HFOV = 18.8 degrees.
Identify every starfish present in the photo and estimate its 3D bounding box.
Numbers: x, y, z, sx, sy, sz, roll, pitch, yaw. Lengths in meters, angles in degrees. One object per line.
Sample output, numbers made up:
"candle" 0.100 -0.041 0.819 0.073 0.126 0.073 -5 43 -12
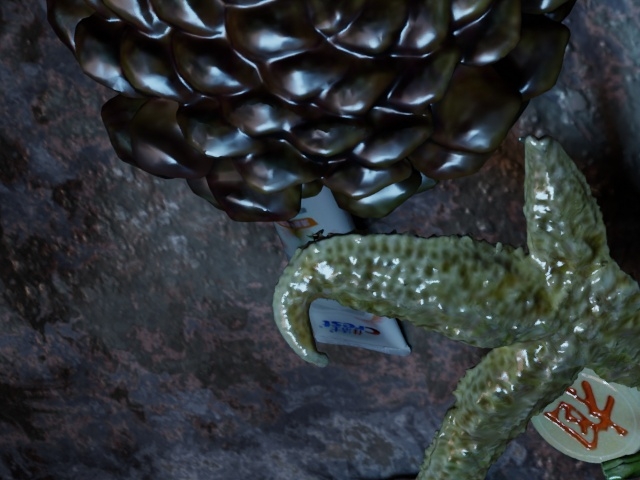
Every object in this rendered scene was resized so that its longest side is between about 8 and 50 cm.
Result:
"starfish" 0.166 0.103 1.542 0.324 0.082 0.432 -31 133 11

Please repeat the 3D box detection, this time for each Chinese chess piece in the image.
"Chinese chess piece" 0.241 0.140 1.706 0.122 0.051 0.122 16 128 21

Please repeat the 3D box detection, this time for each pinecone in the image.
"pinecone" -0.011 -0.203 1.397 0.398 0.398 0.397 16 129 21

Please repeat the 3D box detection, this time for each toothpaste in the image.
"toothpaste" 0.000 0.000 1.716 0.100 0.066 0.323 6 143 25

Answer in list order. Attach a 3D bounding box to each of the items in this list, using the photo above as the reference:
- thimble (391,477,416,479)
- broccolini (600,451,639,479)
"thimble" 0.077 0.347 1.840 0.239 0.239 0.162 -13 114 37
"broccolini" 0.354 0.155 1.565 0.254 0.057 0.071 -23 98 5
